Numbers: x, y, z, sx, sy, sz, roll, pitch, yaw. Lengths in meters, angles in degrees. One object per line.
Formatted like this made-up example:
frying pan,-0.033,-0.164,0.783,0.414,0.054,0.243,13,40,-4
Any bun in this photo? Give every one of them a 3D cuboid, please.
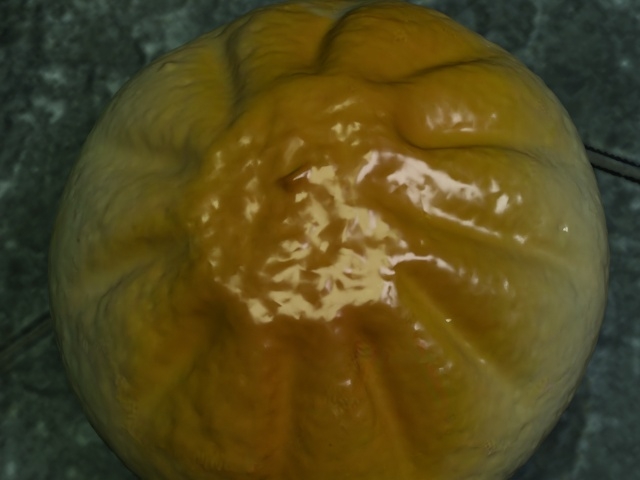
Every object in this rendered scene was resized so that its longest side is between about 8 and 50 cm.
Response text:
bun,0.000,0.000,0.855,0.299,0.165,0.299,-2,72,6
